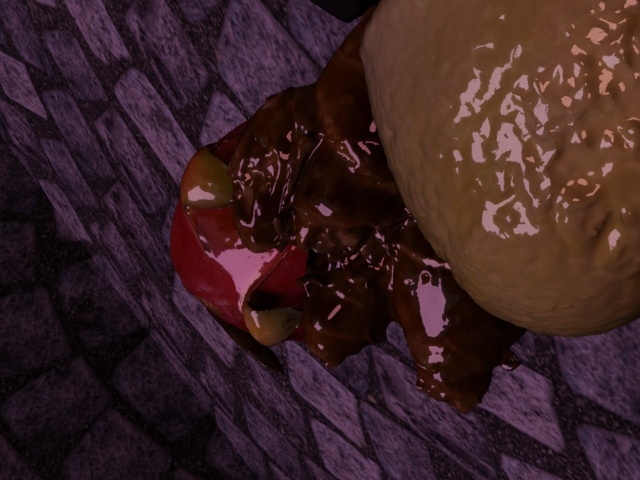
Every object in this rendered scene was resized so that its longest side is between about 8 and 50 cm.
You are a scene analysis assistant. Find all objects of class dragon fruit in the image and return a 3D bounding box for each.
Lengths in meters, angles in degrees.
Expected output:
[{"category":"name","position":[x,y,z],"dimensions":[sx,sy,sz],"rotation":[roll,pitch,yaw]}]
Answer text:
[{"category":"dragon fruit","position":[0.000,0.000,1.241],"dimensions":[0.189,0.291,0.290],"rotation":[43,155,35]}]

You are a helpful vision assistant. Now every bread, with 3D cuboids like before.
[{"category":"bread","position":[0.181,-0.095,0.681],"dimensions":[0.237,0.320,0.320],"rotation":[53,157,9]}]

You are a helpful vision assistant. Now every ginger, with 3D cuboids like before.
[{"category":"ginger","position":[0.077,-0.022,1.052],"dimensions":[0.357,0.274,0.152],"rotation":[58,174,-8]}]

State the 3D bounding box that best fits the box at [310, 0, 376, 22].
[{"category":"box","position":[-0.016,-0.322,1.118],"dimensions":[0.201,0.042,0.212],"rotation":[42,153,29]}]
